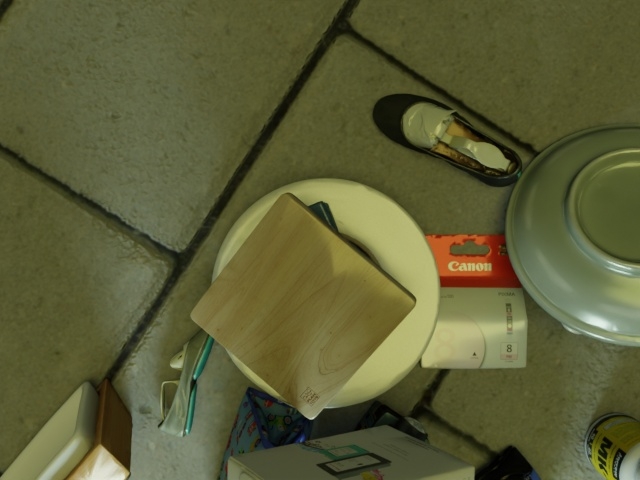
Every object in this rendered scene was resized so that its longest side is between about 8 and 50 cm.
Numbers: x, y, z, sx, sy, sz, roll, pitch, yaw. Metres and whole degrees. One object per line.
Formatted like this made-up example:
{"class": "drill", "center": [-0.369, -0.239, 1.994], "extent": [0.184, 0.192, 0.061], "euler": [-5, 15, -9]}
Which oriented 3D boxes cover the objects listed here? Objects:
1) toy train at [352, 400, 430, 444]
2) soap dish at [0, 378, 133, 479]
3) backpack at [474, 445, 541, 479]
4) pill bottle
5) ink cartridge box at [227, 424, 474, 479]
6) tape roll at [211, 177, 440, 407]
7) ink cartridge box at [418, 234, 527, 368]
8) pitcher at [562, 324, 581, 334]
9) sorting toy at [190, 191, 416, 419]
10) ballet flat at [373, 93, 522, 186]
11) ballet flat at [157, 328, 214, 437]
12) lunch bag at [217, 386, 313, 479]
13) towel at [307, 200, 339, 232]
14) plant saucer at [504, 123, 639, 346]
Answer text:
{"class": "toy train", "center": [0.062, 0.426, 1.172], "extent": [0.142, 0.190, 0.334], "euler": [34, 92, -3]}
{"class": "soap dish", "center": [-0.431, 0.396, 1.148], "extent": [0.118, 0.229, 0.291], "euler": [41, 91, -20]}
{"class": "backpack", "center": [0.331, 0.446, 1.228], "extent": [0.120, 0.098, 0.101], "euler": [-34, 97, -1]}
{"class": "pill bottle", "center": [0.542, 0.377, 1.174], "extent": [0.119, 0.208, 0.119], "euler": [0, 93, -2]}
{"class": "ink cartridge box", "center": [0.036, 0.385, 0.921], "extent": [0.270, 0.197, 0.198], "euler": [-1, 95, -33]}
{"class": "tape roll", "center": [0.009, 0.089, 1.188], "extent": [0.392, 0.072, 0.392], "euler": [0, 90, 5]}
{"class": "ink cartridge box", "center": [0.267, 0.108, 1.231], "extent": [0.189, 0.066, 0.232], "euler": [0, 97, -1]}
{"class": "pitcher", "center": [0.517, 0.073, 1.207], "extent": [0.207, 0.125, 0.177], "euler": [-4, 100, 8]}
{"class": "sorting toy", "center": [-0.025, 0.096, 1.093], "extent": [0.255, 0.089, 0.257], "euler": [40, 107, 3]}
{"class": "ballet flat", "center": [0.225, -0.179, 1.192], "extent": [0.280, 0.096, 0.095], "euler": [24, 93, -3]}
{"class": "ballet flat", "center": [-0.238, 0.238, 1.214], "extent": [0.068, 0.072, 0.213], "euler": [15, 93, 2]}
{"class": "lunch bag", "center": [-0.098, 0.392, 1.114], "extent": [0.138, 0.293, 0.221], "euler": [17, 93, -2]}
{"class": "towel", "center": [0.000, 0.000, 1.139], "extent": [0.067, 0.029, 0.119], "euler": [-21, 89, 9]}
{"class": "plant saucer", "center": [0.503, -0.034, 1.117], "extent": [0.401, 0.100, 0.400], "euler": [-5, 67, 11]}
